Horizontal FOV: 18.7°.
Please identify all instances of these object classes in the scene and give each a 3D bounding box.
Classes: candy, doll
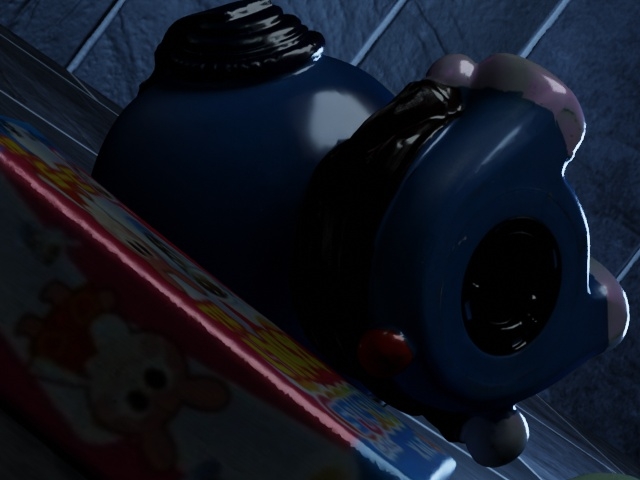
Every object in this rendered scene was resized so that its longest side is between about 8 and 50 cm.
[{"bbox_3d":[-0.082,0.060,0.967,0.306,0.100,0.157,39,4,8],"label":"candy"},{"bbox_3d":[0.000,0.000,1.161,0.240,0.284,0.310,-23,25,-38],"label":"doll"}]

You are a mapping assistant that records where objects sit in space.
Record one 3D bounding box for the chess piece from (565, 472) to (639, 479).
[{"bbox_3d":[0.184,0.257,1.032,0.139,0.139,0.271,35,17,-34],"label":"chess piece"}]
